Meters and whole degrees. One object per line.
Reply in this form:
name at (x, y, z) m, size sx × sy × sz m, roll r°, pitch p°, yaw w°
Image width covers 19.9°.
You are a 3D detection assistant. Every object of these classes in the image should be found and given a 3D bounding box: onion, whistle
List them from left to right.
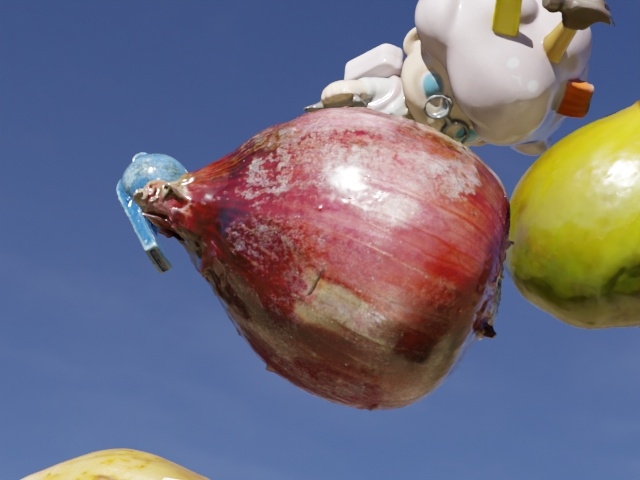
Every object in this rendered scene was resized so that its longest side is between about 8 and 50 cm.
whistle at (-0.182, -0.046, 2.085) m, size 0.090 × 0.158 × 0.090 m, roll -18°, pitch -39°, yaw -16°
onion at (0.000, 0.000, 0.932) m, size 0.195 × 0.159 × 0.159 m, roll 20°, pitch -25°, yaw -6°

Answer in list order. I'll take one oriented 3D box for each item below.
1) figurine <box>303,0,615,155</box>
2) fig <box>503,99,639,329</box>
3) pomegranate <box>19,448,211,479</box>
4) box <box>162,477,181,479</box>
figurine at (0.088, -0.096, 1.150) m, size 0.229 × 0.112 × 0.137 m, roll -28°, pitch -65°, yaw 24°
fig at (0.181, -0.012, 1.097) m, size 0.136 × 0.153 × 0.120 m, roll 18°, pitch -30°, yaw 25°
pomegranate at (-0.141, 0.249, 1.194) m, size 0.248 × 0.248 × 0.248 m, roll 6°, pitch -24°, yaw 3°
box at (-0.040, 0.267, 0.984) m, size 0.164 × 0.256 × 0.069 m, roll 8°, pitch -32°, yaw 12°
